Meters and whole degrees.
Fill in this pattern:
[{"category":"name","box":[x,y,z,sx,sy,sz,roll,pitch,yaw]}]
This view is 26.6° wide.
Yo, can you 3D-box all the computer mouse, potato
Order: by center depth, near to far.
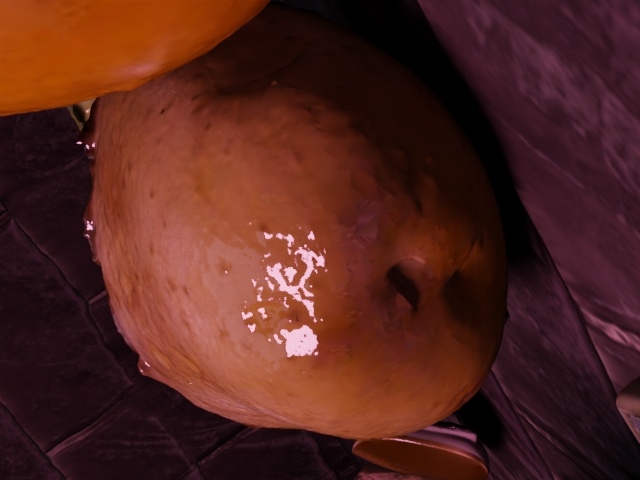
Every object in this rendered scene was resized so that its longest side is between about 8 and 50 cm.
[{"category":"potato","box":[0.000,0.000,0.743,0.242,0.243,0.285,-146,40,-67]},{"category":"computer mouse","box":[0.096,0.192,1.264,0.126,0.056,0.245,11,176,5]}]

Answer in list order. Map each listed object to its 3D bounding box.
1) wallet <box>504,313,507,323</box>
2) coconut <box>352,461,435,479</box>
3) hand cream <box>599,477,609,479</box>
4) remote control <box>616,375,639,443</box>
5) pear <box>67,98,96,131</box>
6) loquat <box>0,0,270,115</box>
[{"category":"wallet","box":[0.060,0.012,1.018,0.149,0.044,0.250,51,172,-7]},{"category":"coconut","box":[0.118,0.377,1.562,0.259,0.259,0.259,53,172,11]},{"category":"hand cream","box":[0.242,0.214,0.879,0.165,0.037,0.057,41,166,29]},{"category":"remote control","box":[0.205,0.108,0.601,0.098,0.038,0.233,55,173,-3]},{"category":"pear","box":[-0.145,-0.126,1.220,0.292,0.159,0.292,55,171,14]},{"category":"loquat","box":[-0.119,-0.172,0.500,0.275,0.275,0.275,53,172,11]}]
